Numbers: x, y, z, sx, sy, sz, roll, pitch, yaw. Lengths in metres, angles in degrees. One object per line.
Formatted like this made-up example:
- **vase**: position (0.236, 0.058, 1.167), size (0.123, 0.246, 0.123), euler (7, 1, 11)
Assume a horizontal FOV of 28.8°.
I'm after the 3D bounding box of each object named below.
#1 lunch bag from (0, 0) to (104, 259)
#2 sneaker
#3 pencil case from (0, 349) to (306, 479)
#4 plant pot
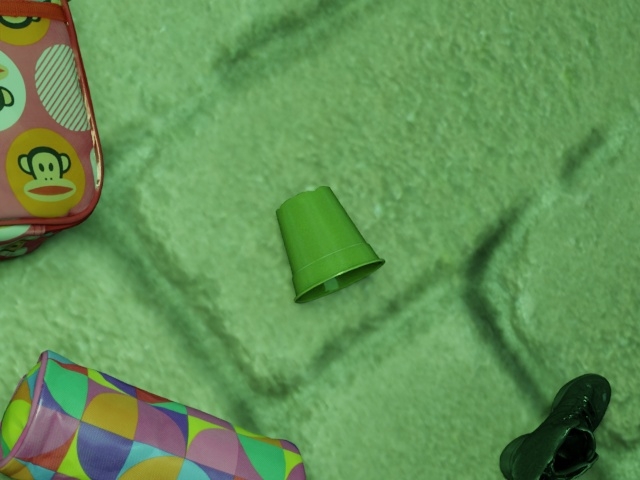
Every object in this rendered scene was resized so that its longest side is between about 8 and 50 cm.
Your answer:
- **lunch bag**: position (-0.308, -0.111, 0.863), size (0.293, 0.120, 0.258), euler (-7, 81, -39)
- **sneaker**: position (0.223, 0.177, 1.111), size (0.170, 0.089, 0.051), euler (-37, 99, -26)
- **pencil case**: position (-0.125, 0.164, 0.940), size (0.236, 0.104, 0.104), euler (26, 72, -23)
- **plant pot**: position (0.000, 0.000, 1.041), size (0.083, 0.083, 0.079), euler (-20, 79, -27)
